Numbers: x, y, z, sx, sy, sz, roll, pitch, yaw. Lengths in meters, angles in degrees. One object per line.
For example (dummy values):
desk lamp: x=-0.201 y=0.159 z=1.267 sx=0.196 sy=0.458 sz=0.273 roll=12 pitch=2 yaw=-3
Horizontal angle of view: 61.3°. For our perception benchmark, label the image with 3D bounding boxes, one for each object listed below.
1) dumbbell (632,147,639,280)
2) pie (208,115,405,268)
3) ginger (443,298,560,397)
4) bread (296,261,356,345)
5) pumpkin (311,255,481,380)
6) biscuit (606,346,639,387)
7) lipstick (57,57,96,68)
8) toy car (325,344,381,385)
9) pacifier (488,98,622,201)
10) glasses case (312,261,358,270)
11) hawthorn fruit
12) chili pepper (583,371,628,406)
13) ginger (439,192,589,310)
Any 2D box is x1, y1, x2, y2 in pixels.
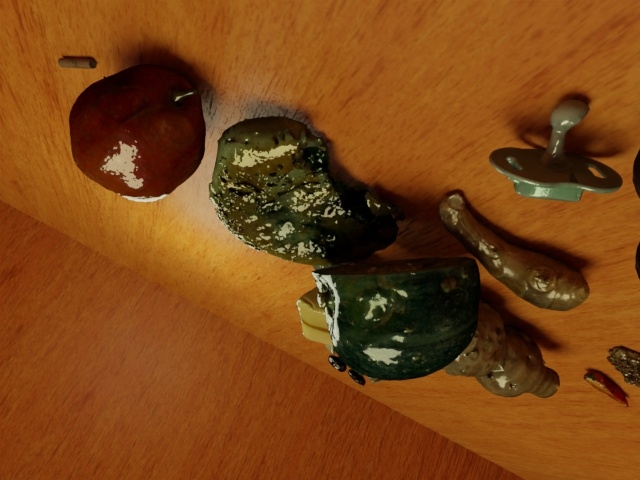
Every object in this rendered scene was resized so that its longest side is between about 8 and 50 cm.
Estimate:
dumbbell: x=0.418 y=-0.022 z=0.584 sx=0.140 sy=0.124 sz=0.225 roll=10 pitch=153 yaw=37
pie: x=-0.042 y=-0.065 z=0.962 sx=0.371 sy=0.078 sz=0.296 roll=36 pitch=136 yaw=-30
ginger: x=0.350 y=0.228 z=1.171 sx=0.375 sy=0.176 sz=0.256 roll=29 pitch=175 yaw=-11
bread: x=0.089 y=0.199 z=1.144 sx=0.264 sy=0.163 sz=0.167 roll=44 pitch=157 yaw=34
pumpkin: x=0.136 y=0.134 z=0.942 sx=0.264 sy=0.196 sz=0.293 roll=-9 pitch=-177 yaw=-15
biscuit: x=0.689 y=0.286 z=1.097 sx=0.237 sy=0.026 sz=0.131 roll=22 pitch=156 yaw=8
lipstick: x=-0.449 y=-0.327 z=0.997 sx=0.094 sy=0.019 sz=0.019 roll=12 pitch=154 yaw=31
toy car: x=0.104 y=0.271 z=1.546 sx=0.248 sy=0.204 sz=0.198 roll=40 pitch=177 yaw=-28
pacifier: x=0.274 y=-0.106 z=0.623 sx=0.150 sy=0.126 sz=0.116 roll=7 pitch=119 yaw=4
glasses case: x=0.000 y=0.000 z=1.172 sx=0.114 sy=0.060 sz=0.299 roll=6 pitch=151 yaw=30
hawthorn fruit: x=-0.287 y=-0.191 z=0.900 sx=0.224 sy=0.224 sz=0.261 roll=35 pitch=133 yaw=-21
chili pepper: x=0.665 y=0.342 z=1.245 sx=0.178 sy=0.027 sz=0.045 roll=35 pitch=161 yaw=-19
ginger: x=0.307 y=0.027 z=0.876 sx=0.295 sy=0.086 sz=0.131 roll=35 pitch=180 yaw=-8
